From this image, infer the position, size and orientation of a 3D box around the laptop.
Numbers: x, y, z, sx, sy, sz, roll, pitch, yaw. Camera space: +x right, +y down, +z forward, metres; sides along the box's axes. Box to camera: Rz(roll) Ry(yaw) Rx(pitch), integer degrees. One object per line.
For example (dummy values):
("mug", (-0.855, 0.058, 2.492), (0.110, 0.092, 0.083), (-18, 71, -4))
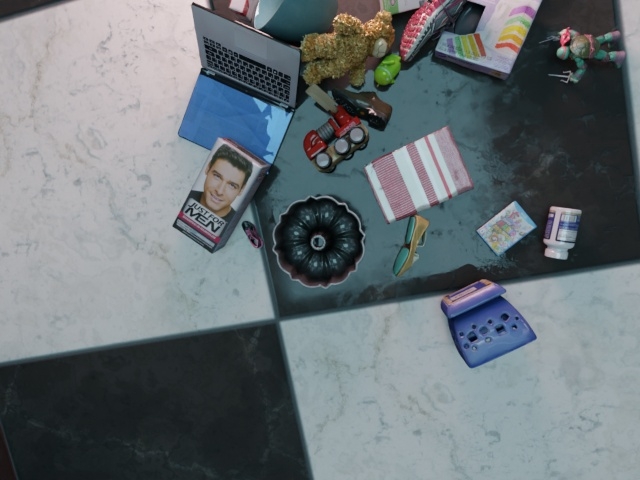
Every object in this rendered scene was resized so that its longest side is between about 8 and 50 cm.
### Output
("laptop", (-0.296, -0.491, 1.402), (0.381, 0.408, 0.237), (24, 66, 3))

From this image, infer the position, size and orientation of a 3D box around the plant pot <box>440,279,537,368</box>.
("plant pot", (0.544, 0.266, 1.401), (0.235, 0.236, 0.212), (-28, 87, 9))

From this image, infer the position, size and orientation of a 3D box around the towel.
("towel", (0.342, -0.225, 1.456), (0.328, 0.037, 0.237), (-24, 96, 11))

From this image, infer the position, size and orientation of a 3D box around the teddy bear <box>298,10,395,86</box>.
("teddy bear", (0.091, -0.614, 1.337), (0.337, 0.113, 0.245), (-8, 133, -17))

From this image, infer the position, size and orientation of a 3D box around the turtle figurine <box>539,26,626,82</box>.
("turtle figurine", (0.832, -0.598, 1.312), (0.233, 0.118, 0.176), (-5, 97, 2))

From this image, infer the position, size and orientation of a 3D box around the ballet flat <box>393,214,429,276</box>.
("ballet flat", (0.331, 0.028, 1.471), (0.073, 0.080, 0.233), (15, 101, -11))

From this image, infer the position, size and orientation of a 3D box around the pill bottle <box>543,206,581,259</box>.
("pill bottle", (0.814, -0.025, 1.394), (0.094, 0.094, 0.170), (9, 99, 6))

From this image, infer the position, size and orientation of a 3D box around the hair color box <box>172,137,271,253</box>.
("hair color box", (-0.358, -0.161, 1.485), (0.185, 0.113, 0.375), (34, 107, 1))

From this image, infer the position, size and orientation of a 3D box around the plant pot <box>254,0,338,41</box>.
("plant pot", (-0.058, -0.768, 1.334), (0.195, 0.290, 0.290), (21, 102, -32))

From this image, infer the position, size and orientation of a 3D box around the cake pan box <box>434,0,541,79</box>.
("cake pan box", (0.535, -0.692, 1.342), (0.266, 0.070, 0.246), (25, 98, 11))

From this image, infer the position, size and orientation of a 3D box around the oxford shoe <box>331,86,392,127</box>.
("oxford shoe", (0.145, -0.481, 1.434), (0.227, 0.083, 0.096), (30, 76, 5))

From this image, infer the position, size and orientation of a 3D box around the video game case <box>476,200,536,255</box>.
("video game case", (0.655, -0.041, 1.451), (0.166, 0.015, 0.119), (-41, 91, 10))

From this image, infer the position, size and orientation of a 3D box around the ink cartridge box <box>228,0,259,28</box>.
("ink cartridge box", (-0.249, -0.802, 1.399), (0.056, 0.135, 0.099), (22, 99, 7))

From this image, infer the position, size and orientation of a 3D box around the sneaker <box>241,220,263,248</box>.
("sneaker", (-0.259, -0.021, 1.542), (0.047, 0.057, 0.119), (-33, 91, 12))

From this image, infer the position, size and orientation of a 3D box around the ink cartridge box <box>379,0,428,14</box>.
("ink cartridge box", (0.297, -0.838, 1.322), (0.219, 0.093, 0.160), (-10, 126, 7))

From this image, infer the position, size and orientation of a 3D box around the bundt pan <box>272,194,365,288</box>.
("bundt pan", (0.000, 0.000, 1.480), (0.330, 0.124, 0.331), (1, 98, 8))

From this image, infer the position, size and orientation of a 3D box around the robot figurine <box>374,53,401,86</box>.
("robot figurine", (0.226, -0.576, 1.397), (0.067, 0.101, 0.115), (34, 77, 18))

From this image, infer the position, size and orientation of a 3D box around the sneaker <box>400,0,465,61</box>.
("sneaker", (0.366, -0.696, 1.306), (0.111, 0.121, 0.299), (21, 131, -26))

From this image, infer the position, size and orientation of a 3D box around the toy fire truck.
("toy fire truck", (0.019, -0.389, 1.422), (0.217, 0.158, 0.246), (-35, 83, 10))
